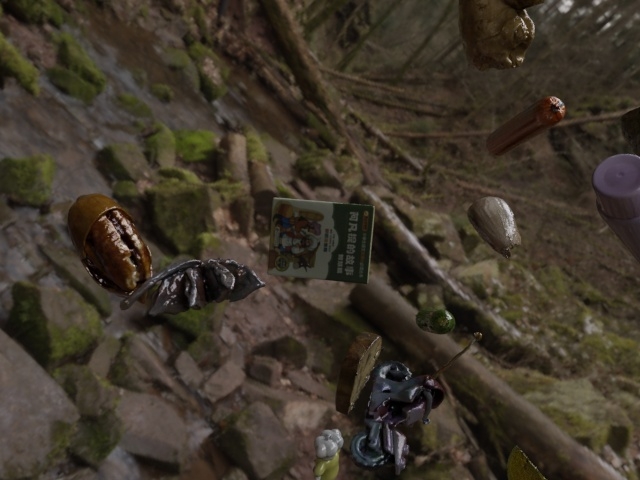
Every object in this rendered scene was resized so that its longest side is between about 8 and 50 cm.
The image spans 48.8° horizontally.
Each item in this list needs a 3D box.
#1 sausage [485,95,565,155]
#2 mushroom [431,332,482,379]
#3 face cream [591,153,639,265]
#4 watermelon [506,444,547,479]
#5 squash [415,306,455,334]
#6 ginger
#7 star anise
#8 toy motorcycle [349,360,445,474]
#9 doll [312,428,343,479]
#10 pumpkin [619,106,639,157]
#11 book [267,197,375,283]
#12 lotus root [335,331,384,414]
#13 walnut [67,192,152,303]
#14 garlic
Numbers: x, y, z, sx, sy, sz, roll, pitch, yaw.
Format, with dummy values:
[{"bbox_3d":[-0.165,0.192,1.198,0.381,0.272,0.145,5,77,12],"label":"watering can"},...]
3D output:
[{"bbox_3d":[0.368,-0.205,1.294,0.053,0.053,0.348,50,-5,1],"label":"sausage"},{"bbox_3d":[0.365,0.345,1.990,0.028,0.286,0.026,2,48,-38],"label":"mushroom"},{"bbox_3d":[0.535,-0.031,1.209,0.274,0.096,0.154,50,12,-44],"label":"face cream"},{"bbox_3d":[0.507,0.596,1.705,0.181,0.075,0.092,51,-14,46],"label":"watermelon"},{"bbox_3d":[0.312,0.218,1.919,0.219,0.077,0.068,165,-75,-79],"label":"squash"},{"bbox_3d":[0.381,-0.572,1.593,0.375,0.166,0.236,68,-13,-19],"label":"ginger"},{"bbox_3d":[-0.211,0.074,1.194,0.231,0.209,0.089,-9,88,-51],"label":"star anise"},{"bbox_3d":[0.123,0.275,1.100,0.213,0.122,0.082,-62,150,-49],"label":"toy motorcycle"},{"bbox_3d":[0.016,0.526,1.710,0.062,0.162,0.106,21,36,22],"label":"doll"},{"bbox_3d":[0.948,-0.281,1.806,0.325,0.242,0.232,140,-71,-78],"label":"pumpkin"},{"bbox_3d":[0.000,0.000,1.805,0.027,0.264,0.202,-16,111,-80],"label":"book"},{"bbox_3d":[0.116,0.400,2.225,0.074,0.261,0.170,20,-33,20],"label":"lotus root"},{"bbox_3d":[-0.345,0.016,1.172,0.207,0.115,0.116,65,17,-9],"label":"walnut"},{"bbox_3d":[0.372,-0.040,1.515,0.195,0.087,0.101,-112,176,-69],"label":"garlic"}]
